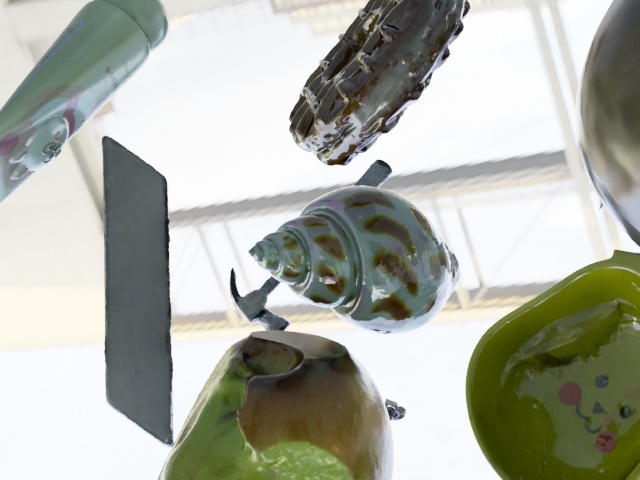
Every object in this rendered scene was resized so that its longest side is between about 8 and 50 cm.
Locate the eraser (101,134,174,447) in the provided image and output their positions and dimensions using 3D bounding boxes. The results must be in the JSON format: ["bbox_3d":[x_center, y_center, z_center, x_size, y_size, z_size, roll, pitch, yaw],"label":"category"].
[{"bbox_3d":[-0.212,0.060,1.286,0.077,0.353,0.111,-1,171,-12],"label":"eraser"}]

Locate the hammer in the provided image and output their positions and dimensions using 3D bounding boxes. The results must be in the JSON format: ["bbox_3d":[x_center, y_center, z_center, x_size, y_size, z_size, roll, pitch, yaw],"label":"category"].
[{"bbox_3d":[0.000,0.000,2.088,0.427,0.152,0.044,-44,168,-24],"label":"hammer"}]

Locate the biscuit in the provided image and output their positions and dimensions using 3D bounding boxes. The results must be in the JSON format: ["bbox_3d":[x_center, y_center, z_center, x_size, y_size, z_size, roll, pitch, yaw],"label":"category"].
[{"bbox_3d":[0.078,-0.248,1.583,0.332,0.103,0.332,-49,-163,20],"label":"biscuit"}]

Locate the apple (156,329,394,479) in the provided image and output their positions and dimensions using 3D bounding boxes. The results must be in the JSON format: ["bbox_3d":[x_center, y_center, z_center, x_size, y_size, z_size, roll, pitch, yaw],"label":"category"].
[{"bbox_3d":[-0.069,0.321,1.719,0.383,0.375,0.374,-9,-173,-43],"label":"apple"}]

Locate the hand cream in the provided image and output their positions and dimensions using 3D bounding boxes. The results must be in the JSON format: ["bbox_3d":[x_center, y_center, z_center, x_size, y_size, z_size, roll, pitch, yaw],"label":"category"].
[{"bbox_3d":[-0.281,-0.165,1.223,0.306,0.093,0.147,-54,175,-27],"label":"hand cream"}]

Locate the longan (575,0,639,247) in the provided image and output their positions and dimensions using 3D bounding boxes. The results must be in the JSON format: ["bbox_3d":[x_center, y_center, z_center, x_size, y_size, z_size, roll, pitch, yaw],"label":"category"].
[{"bbox_3d":[0.380,-0.114,0.907,0.360,0.361,0.361,-18,-162,6],"label":"longan"}]

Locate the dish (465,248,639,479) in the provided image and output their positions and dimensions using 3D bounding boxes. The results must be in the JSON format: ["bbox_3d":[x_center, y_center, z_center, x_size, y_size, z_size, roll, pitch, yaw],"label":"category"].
[{"bbox_3d":[0.287,0.150,1.147,0.262,0.108,0.221,-43,-123,15],"label":"dish"}]

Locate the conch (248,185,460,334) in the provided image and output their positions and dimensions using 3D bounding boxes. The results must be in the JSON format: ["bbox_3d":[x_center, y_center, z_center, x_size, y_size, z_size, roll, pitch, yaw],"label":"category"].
[{"bbox_3d":[0.062,0.038,1.788,0.367,0.250,0.197,7,-163,-7],"label":"conch"}]

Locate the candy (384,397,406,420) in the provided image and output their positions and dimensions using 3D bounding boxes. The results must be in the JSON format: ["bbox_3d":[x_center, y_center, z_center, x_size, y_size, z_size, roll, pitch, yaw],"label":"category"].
[{"bbox_3d":[0.087,0.364,2.160,0.094,0.051,0.226,-25,164,-36],"label":"candy"}]

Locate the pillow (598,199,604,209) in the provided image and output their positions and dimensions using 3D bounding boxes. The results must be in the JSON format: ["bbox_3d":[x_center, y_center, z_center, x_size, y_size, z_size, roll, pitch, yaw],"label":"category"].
[{"bbox_3d":[0.542,-0.130,2.003,0.038,0.131,0.232,24,-157,17],"label":"pillow"}]
